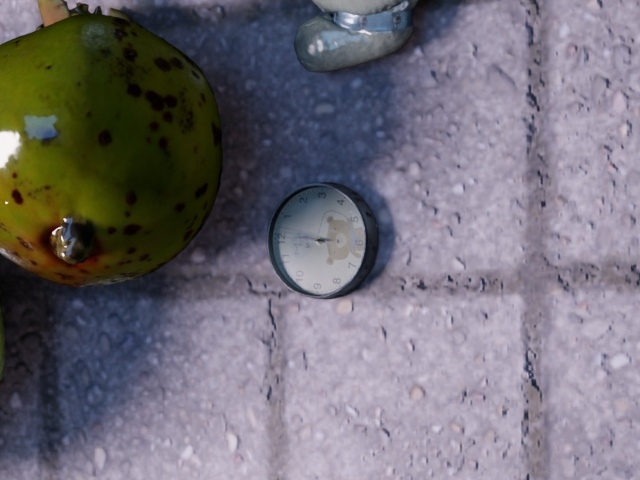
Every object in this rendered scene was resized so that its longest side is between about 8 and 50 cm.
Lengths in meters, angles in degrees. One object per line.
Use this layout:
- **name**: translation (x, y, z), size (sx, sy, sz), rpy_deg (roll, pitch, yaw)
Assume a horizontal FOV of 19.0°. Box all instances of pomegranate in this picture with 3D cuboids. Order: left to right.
- **pomegranate**: translation (-0.177, -0.081, 1.354), size (0.198, 0.198, 0.246), rpy_deg (-46, 62, 19)

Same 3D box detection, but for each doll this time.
- **doll**: translation (0.037, -0.212, 1.308), size (0.103, 0.071, 0.214), rpy_deg (24, 103, 27)

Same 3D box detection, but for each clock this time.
- **clock**: translation (0.000, 0.000, 1.352), size (0.085, 0.017, 0.085), rpy_deg (-1, 88, 28)

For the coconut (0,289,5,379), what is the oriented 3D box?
- **coconut**: translation (-0.374, 0.036, 1.409), size (0.281, 0.328, 0.328), rpy_deg (-35, 69, 58)
